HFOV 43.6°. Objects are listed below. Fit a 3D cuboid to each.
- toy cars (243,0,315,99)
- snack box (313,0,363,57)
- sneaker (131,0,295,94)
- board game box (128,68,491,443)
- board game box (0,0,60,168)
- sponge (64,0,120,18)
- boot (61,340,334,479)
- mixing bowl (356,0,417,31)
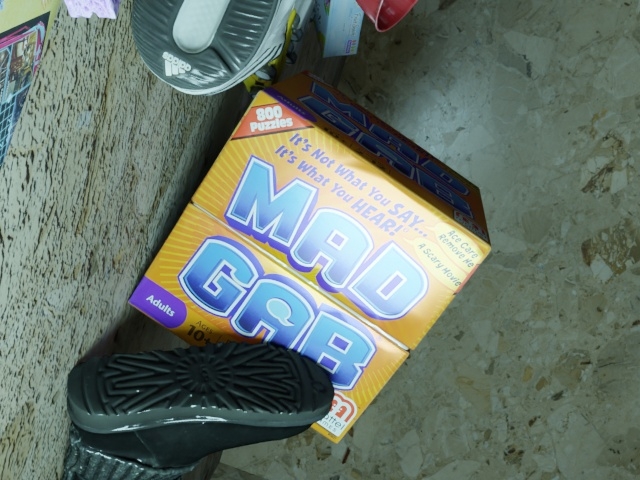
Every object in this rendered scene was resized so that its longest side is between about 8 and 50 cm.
[{"bbox_3d":[-0.075,-0.324,1.248,0.393,0.087,0.176,-72,-174,-61],"label":"toy cars"},{"bbox_3d":[0.020,-0.453,1.385,0.174,0.070,0.207,102,-22,-67],"label":"snack box"},{"bbox_3d":[-0.054,-0.358,0.875,0.447,0.169,0.257,-59,-174,1],"label":"sneaker"},{"bbox_3d":[0.000,0.000,1.213,0.356,0.356,0.356,-55,-178,18],"label":"board game box"},{"bbox_3d":[-0.211,-0.120,0.452,0.165,0.042,0.243,49,59,-86],"label":"board game box"},{"bbox_3d":[-0.135,-0.247,0.499,0.117,0.031,0.210,87,4,-50],"label":"sponge"},{"bbox_3d":[-0.169,0.268,1.057,0.131,0.348,0.260,-106,-157,-53],"label":"boot"},{"bbox_3d":[0.083,-0.349,0.935,0.181,0.098,0.181,-51,173,-9],"label":"mixing bowl"}]
